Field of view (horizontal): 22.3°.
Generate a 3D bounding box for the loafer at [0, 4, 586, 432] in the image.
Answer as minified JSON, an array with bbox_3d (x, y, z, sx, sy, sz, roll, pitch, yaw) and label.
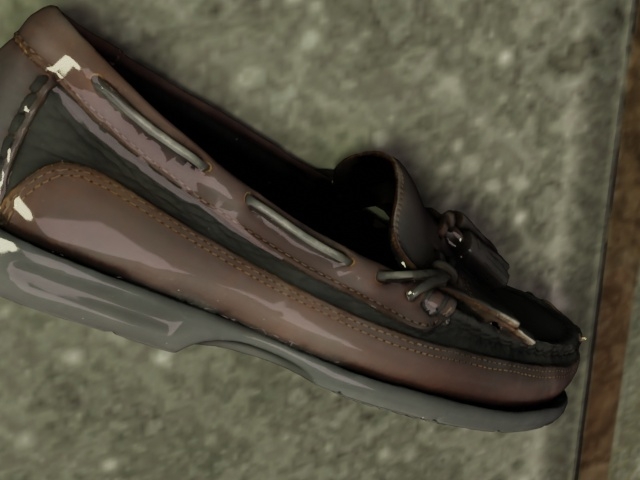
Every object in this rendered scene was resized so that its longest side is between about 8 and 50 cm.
[{"bbox_3d":[0.000,0.000,0.618,0.303,0.109,0.095,17,105,-36],"label":"loafer"}]
